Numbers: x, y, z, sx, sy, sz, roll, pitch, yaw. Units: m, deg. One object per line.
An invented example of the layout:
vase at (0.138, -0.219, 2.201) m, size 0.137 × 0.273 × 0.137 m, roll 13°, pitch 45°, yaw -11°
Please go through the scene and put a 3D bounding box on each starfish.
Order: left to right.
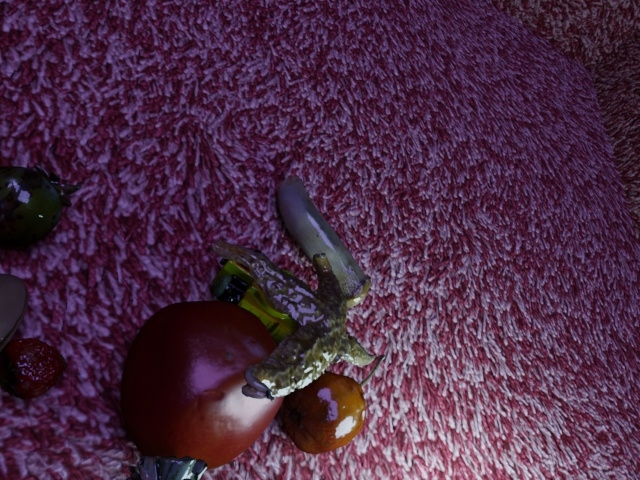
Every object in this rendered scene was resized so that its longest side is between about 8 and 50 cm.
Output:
starfish at (-0.042, 0.123, 0.958) m, size 0.432 × 0.082 × 0.324 m, roll 8°, pitch 46°, yaw -54°

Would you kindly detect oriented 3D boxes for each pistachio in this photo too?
pistachio at (-0.546, 0.139, 0.798) m, size 0.135 × 0.136 × 0.226 m, roll 37°, pitch 57°, yaw -9°

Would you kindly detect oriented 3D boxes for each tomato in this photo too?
tomato at (-0.197, 0.234, 0.904) m, size 0.298 × 0.226 × 0.299 m, roll 14°, pitch 57°, yaw -22°

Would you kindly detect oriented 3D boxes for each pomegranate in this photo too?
pomegranate at (-0.524, -0.074, 0.941) m, size 0.148 × 0.148 × 0.169 m, roll 31°, pitch 43°, yaw -14°

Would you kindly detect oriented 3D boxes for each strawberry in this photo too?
strawberry at (-0.458, 0.200, 0.840) m, size 0.106 × 0.106 × 0.106 m, roll 16°, pitch 55°, yaw -24°

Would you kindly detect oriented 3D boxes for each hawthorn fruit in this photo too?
hawthorn fruit at (0.046, 0.318, 1.077) m, size 0.285 × 0.165 × 0.165 m, roll -14°, pitch 70°, yaw -52°

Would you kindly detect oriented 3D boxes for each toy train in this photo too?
toy train at (-0.094, 0.141, 1.097) m, size 0.296 × 0.100 × 0.161 m, roll 36°, pitch 36°, yaw -10°

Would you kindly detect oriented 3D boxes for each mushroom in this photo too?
mushroom at (0.000, 0.000, 1.269) m, size 0.351 × 0.095 × 0.122 m, roll 58°, pitch 30°, yaw 9°

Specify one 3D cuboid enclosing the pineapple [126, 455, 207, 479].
pineapple at (-0.235, 0.432, 0.711) m, size 0.262 × 0.262 × 0.272 m, roll 18°, pitch 64°, yaw -23°
